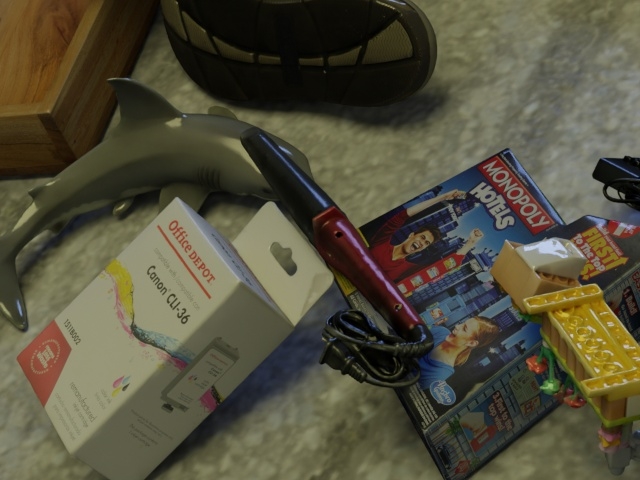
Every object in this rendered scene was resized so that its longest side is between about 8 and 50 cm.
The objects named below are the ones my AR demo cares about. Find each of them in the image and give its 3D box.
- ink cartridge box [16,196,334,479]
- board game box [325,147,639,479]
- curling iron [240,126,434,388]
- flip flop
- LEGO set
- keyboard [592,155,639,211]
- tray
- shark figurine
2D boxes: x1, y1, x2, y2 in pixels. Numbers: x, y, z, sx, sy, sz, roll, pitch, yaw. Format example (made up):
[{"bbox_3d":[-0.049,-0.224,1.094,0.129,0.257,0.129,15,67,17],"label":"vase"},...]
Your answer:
[{"bbox_3d":[-0.097,0.053,1.311,0.198,0.067,0.115,-45,41,4],"label":"ink cartridge box"},{"bbox_3d":[0.123,0.033,1.261,0.194,0.060,0.194,-27,41,-2],"label":"board game box"},{"bbox_3d":[0.000,0.000,1.273,0.068,0.035,0.274,-1,36,-23],"label":"curling iron"},{"bbox_3d":[-0.017,-0.165,1.512,0.277,0.112,0.080,11,28,38],"label":"flip flop"},{"bbox_3d":[0.198,0.104,1.110,0.287,0.107,0.132,21,40,31],"label":"LEGO set"},{"bbox_3d":[0.255,-0.023,1.232,0.100,0.038,0.192,-7,26,-39],"label":"keyboard"},{"bbox_3d":[-0.233,-0.222,1.692,0.202,0.076,0.411,-2,48,25],"label":"tray"},{"bbox_3d":[-0.154,-0.060,1.461,0.278,0.116,0.166,-20,41,5],"label":"shark figurine"}]
